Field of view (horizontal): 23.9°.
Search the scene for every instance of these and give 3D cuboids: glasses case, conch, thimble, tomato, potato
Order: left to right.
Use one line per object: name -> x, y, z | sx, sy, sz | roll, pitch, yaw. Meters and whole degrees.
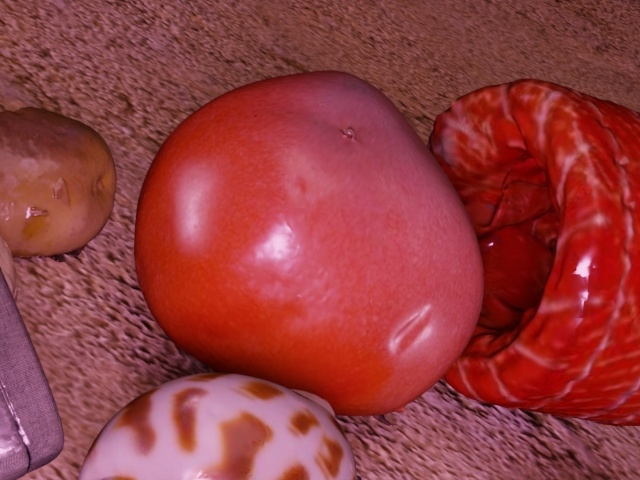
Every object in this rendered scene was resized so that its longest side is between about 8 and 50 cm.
glasses case -> -0.287, 0.029, 1.145 | 0.074, 0.131, 0.323 | -23, 86, -22
potato -> -0.275, -0.054, 1.459 | 0.138, 0.098, 0.243 | 35, 31, 9
conch -> -0.092, 0.194, 1.138 | 0.275, 0.149, 0.183 | -37, 70, -18
tomato -> 0.000, 0.000, 1.418 | 0.341, 0.273, 0.341 | 21, 29, -12
thimble -> 0.247, 0.013, 1.547 | 0.230, 0.350, 0.350 | 9, 34, -31

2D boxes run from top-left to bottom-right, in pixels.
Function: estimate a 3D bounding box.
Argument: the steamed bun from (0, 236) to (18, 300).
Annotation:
steamed bun -> -0.314, 0.039, 1.278 | 0.112, 0.091, 0.130 | 12, 30, -33
